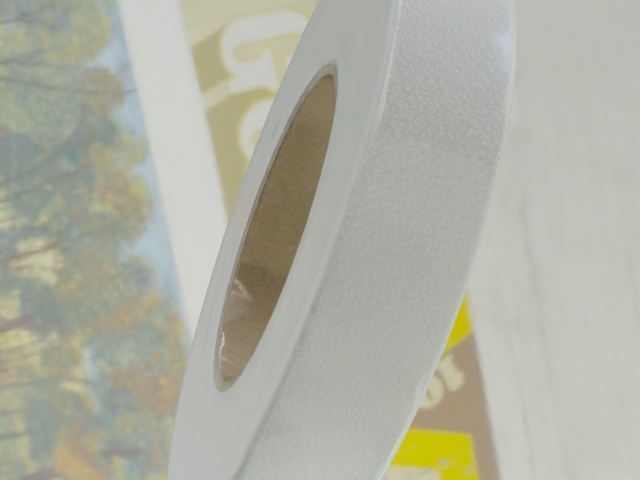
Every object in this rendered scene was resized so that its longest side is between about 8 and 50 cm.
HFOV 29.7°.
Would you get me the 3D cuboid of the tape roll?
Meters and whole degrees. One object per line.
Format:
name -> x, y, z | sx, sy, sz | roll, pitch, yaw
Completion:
tape roll -> 0.000, 0.000, 0.733 | 0.392, 0.072, 0.392 | -161, -90, -79
